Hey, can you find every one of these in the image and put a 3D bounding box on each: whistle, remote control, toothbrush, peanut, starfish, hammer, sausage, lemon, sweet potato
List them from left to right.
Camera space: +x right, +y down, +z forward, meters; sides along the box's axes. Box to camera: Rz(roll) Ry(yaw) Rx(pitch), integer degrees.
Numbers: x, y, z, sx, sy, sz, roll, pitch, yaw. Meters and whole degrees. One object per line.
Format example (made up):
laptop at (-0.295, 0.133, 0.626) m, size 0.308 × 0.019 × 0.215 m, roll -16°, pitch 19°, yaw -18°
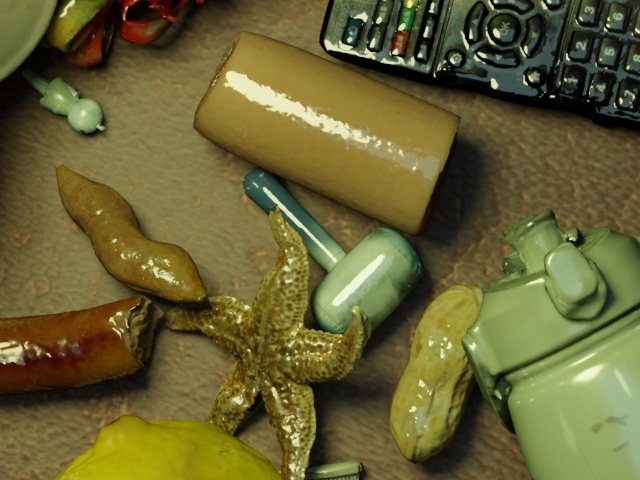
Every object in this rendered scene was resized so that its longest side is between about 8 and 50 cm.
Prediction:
sausage at (-0.297, 0.098, 1.585) m, size 0.302 × 0.103 × 0.076 m, roll -2°, pitch 40°, yaw 1°
whistle at (-0.250, -0.136, 1.653) m, size 0.100 × 0.035 × 0.035 m, roll 36°, pitch 85°, yaw 10°
sweet potato at (-0.189, -0.002, 1.602) m, size 0.065 × 0.051 × 0.218 m, roll -37°, pitch 61°, yaw -26°
lemon at (-0.125, 0.292, 1.458) m, size 0.261 × 0.260 × 0.284 m, roll 4°, pitch 91°, yaw 4°
toothbrush at (-0.105, 0.235, 1.587) m, size 0.294 × 0.026 × 0.028 m, roll -6°, pitch 95°, yaw 2°
starfish at (-0.054, 0.107, 1.562) m, size 0.236 × 0.062 × 0.277 m, roll -3°, pitch 94°, yaw 32°
hammer at (0.000, 0.000, 1.602) m, size 0.116 × 0.069 × 0.194 m, roll -45°, pitch 76°, yaw -3°
sausage at (0.001, -0.106, 1.588) m, size 0.253 × 0.123 × 0.123 m, roll 23°, pitch 83°, yaw 7°
peanut at (0.112, 0.121, 1.564) m, size 0.080 × 0.080 × 0.174 m, roll 20°, pitch 82°, yaw 7°
remote control at (0.205, -0.193, 1.620) m, size 0.399 × 0.062 × 0.144 m, roll 14°, pitch 81°, yaw 7°

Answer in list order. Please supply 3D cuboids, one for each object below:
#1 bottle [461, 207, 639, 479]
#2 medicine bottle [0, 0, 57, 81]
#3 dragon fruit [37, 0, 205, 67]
bottle at (0.254, 0.140, 1.479) m, size 0.229 × 0.229 × 0.351 m, roll -29°, pitch 86°, yaw -1°
medicine bottle at (-0.428, -0.293, 1.539) m, size 0.384 × 0.224 × 0.224 m, roll 34°, pitch 84°, yaw 29°
dragon fruit at (-0.159, -0.305, 1.584) m, size 0.243 × 0.227 × 0.307 m, roll -3°, pitch 118°, yaw -12°
